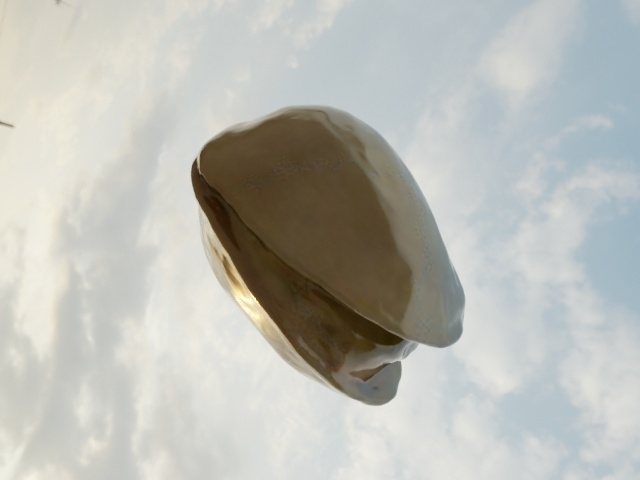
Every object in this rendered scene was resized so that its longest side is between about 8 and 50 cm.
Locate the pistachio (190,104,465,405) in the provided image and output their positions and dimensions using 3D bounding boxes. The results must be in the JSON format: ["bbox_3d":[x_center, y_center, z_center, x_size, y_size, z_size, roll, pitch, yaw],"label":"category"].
[{"bbox_3d":[0.000,0.000,0.499,0.321,0.238,0.229,51,-62,22],"label":"pistachio"}]
